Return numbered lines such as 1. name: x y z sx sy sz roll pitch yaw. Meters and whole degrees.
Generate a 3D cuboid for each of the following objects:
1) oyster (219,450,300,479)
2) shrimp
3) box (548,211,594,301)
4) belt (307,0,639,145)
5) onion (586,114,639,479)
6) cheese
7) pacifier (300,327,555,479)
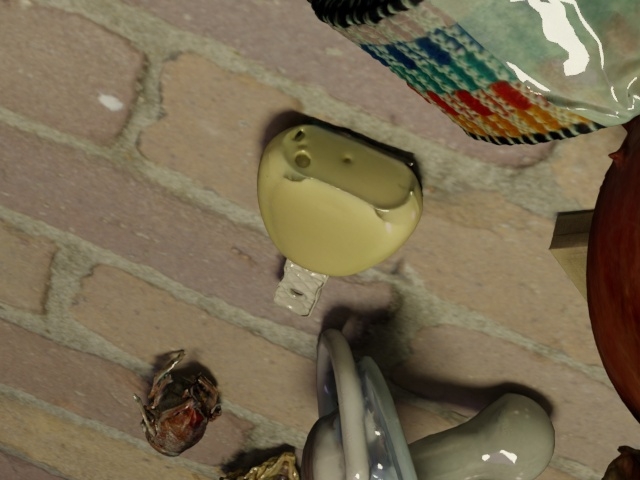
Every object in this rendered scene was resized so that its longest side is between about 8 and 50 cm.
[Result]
1. oyster: -0.062 0.267 1.739 0.121 0.045 0.146 0 151 24
2. shrimp: -0.140 0.166 1.608 0.073 0.075 0.190 51 157 9
3. box: 0.222 0.013 1.186 0.083 0.035 0.079 -6 141 34
4. belt: 0.109 -0.162 0.811 0.150 0.207 0.257 32 164 -21
5. onion: 0.307 0.025 0.935 0.353 0.354 0.354 14 149 9
6. cheese: 0.000 0.000 1.278 0.127 0.054 0.251 23 150 1
7. pacifier: 0.094 0.181 1.424 0.225 0.238 0.287 -11 169 -9
